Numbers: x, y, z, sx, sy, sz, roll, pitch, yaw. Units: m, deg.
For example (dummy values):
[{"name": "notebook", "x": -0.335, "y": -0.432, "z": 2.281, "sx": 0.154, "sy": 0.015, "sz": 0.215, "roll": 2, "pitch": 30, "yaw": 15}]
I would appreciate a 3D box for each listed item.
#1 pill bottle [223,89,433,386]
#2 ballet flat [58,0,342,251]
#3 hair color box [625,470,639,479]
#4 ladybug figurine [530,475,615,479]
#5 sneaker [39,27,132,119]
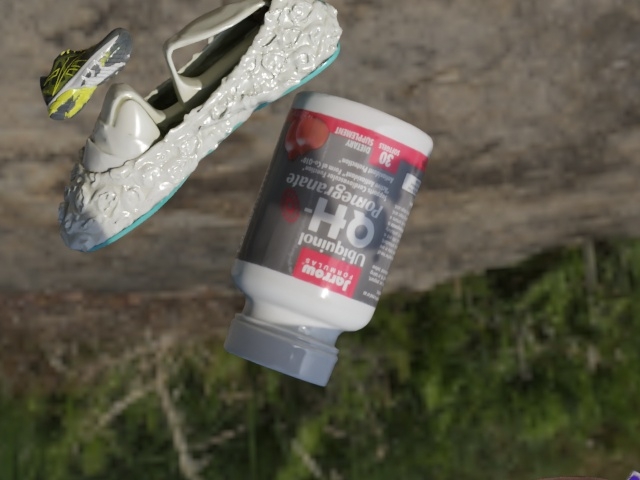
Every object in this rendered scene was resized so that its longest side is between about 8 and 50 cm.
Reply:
[{"name": "pill bottle", "x": 0.000, "y": 0.000, "z": 2.055, "sx": 0.176, "sy": 0.318, "sz": 0.176, "roll": 20, "pitch": 177, "yaw": 1}, {"name": "ballet flat", "x": -0.163, "y": -0.161, "z": 2.002, "sx": 0.409, "sy": 0.147, "sz": 0.147, "roll": -40, "pitch": 157, "yaw": 0}, {"name": "hair color box", "x": 0.135, "y": 0.330, "z": 1.144, "sx": 0.339, "sy": 0.110, "sz": 0.185, "roll": -45, "pitch": 158, "yaw": -18}, {"name": "ladybug figurine", "x": 0.152, "y": 0.355, "z": 1.620, "sx": 0.449, "sy": 0.162, "sz": 0.305, "roll": -24, "pitch": 130, "yaw": -16}, {"name": "sneaker", "x": -0.162, "y": -0.118, "z": 1.185, "sx": 0.083, "sy": 0.035, "sz": 0.031, "roll": -42, "pitch": 159, "yaw": 22}]
